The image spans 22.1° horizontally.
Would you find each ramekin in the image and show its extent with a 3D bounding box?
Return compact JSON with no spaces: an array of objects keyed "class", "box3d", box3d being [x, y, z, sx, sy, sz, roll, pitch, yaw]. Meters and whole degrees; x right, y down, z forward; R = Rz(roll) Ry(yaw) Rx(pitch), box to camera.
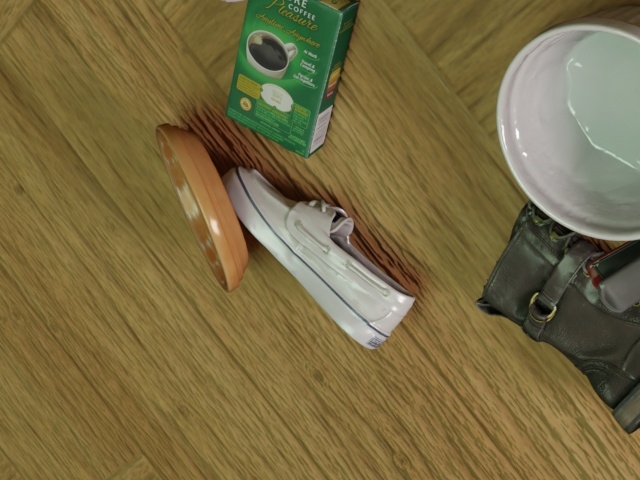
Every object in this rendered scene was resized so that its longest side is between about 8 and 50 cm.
[{"class":"ramekin","box3d":[0.274,-0.113,1.481,0.207,0.109,0.207,18,124,29]}]

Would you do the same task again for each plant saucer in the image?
[{"class":"plant saucer","box3d":[-0.126,-0.040,1.805,0.200,0.037,0.200,156,90,-82]}]

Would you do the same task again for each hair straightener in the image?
[{"class":"hair straightener","box3d":[0.351,0.002,1.458,0.230,0.089,0.047,-26,114,10]}]

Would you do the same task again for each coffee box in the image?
[{"class":"coffee box","box3d":[-0.031,-0.188,1.711,0.113,0.040,0.184,28,128,21]}]

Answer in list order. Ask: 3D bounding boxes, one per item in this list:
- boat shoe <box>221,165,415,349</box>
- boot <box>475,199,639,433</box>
[{"class":"boat shoe","box3d":[0.000,0.000,1.773,0.258,0.095,0.084,46,102,13]},{"class":"boot","box3d":[0.279,0.040,1.582,0.229,0.091,0.263,46,126,17]}]
